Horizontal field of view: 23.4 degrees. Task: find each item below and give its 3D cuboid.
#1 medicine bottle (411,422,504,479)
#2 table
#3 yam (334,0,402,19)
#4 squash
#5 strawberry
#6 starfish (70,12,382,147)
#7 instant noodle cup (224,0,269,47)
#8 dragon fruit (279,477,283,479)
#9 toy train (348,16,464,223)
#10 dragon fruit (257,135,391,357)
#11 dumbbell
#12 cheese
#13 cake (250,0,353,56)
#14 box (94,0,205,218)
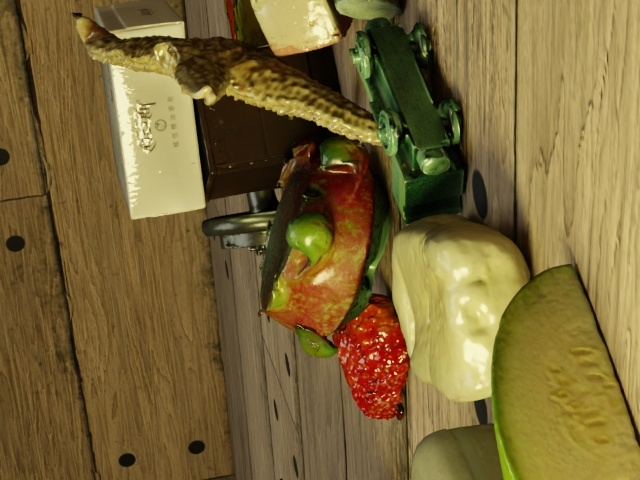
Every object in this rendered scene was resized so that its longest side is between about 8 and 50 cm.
[{"bbox_3d":[0.162,0.367,1.433,0.282,0.123,0.375,-110,15,-52],"label":"medicine bottle"},{"bbox_3d":[-0.075,-0.165,2.092,0.172,0.193,0.169,125,136,-76],"label":"table"},{"bbox_3d":[0.035,-0.323,1.656,0.078,0.078,0.179,128,132,-77],"label":"yam"},{"bbox_3d":[0.190,0.171,1.139,0.203,0.111,0.289,-169,72,-78],"label":"squash"},{"bbox_3d":[0.062,0.156,1.947,0.121,0.082,0.188,-117,23,-53],"label":"strawberry"},{"bbox_3d":[-0.091,-0.190,1.800,0.432,0.324,0.082,26,104,63],"label":"starfish"},{"bbox_3d":[-0.045,-0.329,1.914,0.182,0.144,0.182,170,90,-82],"label":"instant noodle cup"},{"bbox_3d":[0.027,0.502,2.021,0.386,0.249,0.371,102,173,-56],"label":"dragon fruit"},{"bbox_3d":[0.084,-0.127,1.547,0.132,0.083,0.200,88,169,-52],"label":"toy train"},{"bbox_3d":[0.000,0.000,1.883,0.295,0.130,0.268,-131,60,-80],"label":"dragon fruit"},{"bbox_3d":[-0.093,-0.100,2.278,0.192,0.192,0.290,-173,73,-80],"label":"dumbbell"},{"bbox_3d":[0.129,0.057,1.434,0.263,0.093,0.159,-153,57,-80],"label":"cheese"},{"bbox_3d":[-0.017,-0.282,1.754,0.225,0.090,0.109,-68,-43,-69],"label":"cake"},{"bbox_3d":[-0.233,-0.181,2.089,0.194,0.111,0.260,-125,30,-67],"label":"box"}]
